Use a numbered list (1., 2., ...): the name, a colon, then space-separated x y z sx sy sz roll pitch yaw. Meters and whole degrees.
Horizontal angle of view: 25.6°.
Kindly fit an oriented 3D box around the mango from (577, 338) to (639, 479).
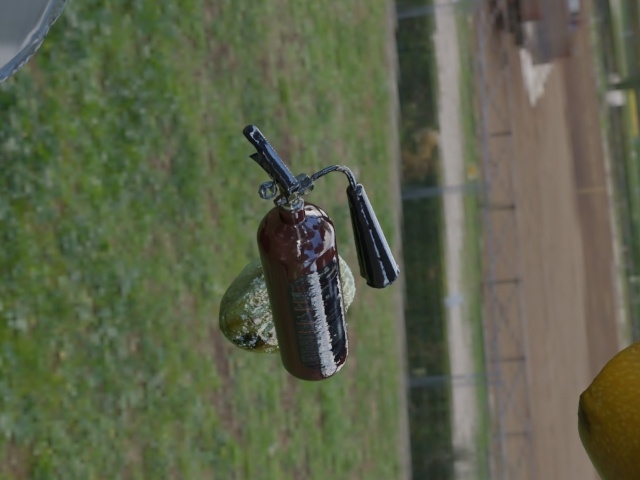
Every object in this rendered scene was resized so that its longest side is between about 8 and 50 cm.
1. mango: 0.228 0.160 0.608 0.359 0.187 0.144 -102 -148 -59

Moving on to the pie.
1. pie: -0.018 0.032 0.779 0.017 0.085 0.085 61 -2 38

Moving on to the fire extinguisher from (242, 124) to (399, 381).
1. fire extinguisher: 0.004 0.004 0.446 0.100 0.046 0.032 83 -7 -50

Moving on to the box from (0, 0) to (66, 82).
1. box: -0.103 -0.133 0.240 0.163 0.135 0.243 -27 149 -57
